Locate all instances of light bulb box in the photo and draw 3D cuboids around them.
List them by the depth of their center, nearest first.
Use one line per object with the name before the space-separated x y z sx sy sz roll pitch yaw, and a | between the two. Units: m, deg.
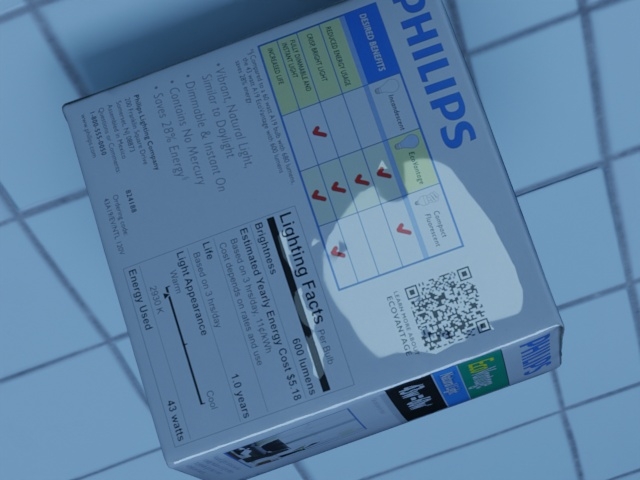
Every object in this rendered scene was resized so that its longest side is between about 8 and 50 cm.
light bulb box | 0.000 0.000 1.347 0.361 0.358 0.225 -19 164 4
